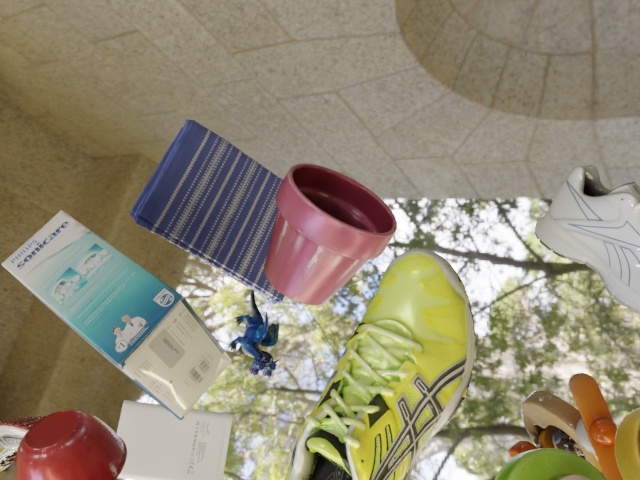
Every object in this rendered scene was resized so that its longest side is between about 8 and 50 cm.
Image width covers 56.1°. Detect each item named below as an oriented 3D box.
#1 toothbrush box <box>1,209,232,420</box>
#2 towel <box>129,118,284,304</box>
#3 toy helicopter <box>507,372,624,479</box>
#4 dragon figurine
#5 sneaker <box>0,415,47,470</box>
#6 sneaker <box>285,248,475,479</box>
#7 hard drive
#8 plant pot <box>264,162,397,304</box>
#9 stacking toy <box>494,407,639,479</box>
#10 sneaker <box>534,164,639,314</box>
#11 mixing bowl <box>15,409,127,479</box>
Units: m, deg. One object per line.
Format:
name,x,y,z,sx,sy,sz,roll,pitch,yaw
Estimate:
toothbrush box,-0.307,0.114,0.921,0.126,0.296,0.216,-50,-32,-21
towel,-0.170,-0.053,1.167,0.336,0.040,0.243,34,-117,-24
toy helicopter,0.464,0.360,0.933,0.140,0.355,0.234,-31,-46,-21
dragon figurine,-0.172,0.260,1.725,0.085,0.144,0.289,53,-140,-46
sneaker,-0.582,0.385,1.136,0.088,0.225,0.092,12,-113,-63
sneaker,0.064,0.189,0.665,0.147,0.145,0.384,32,-104,-59
hard drive,-0.414,0.571,1.680,0.040,0.308,0.202,116,162,-72
plant pot,0.000,0.000,0.998,0.201,0.201,0.180,-12,-43,-54
stacking toy,0.320,0.289,0.523,0.130,0.280,0.308,110,154,-56
sneaker,0.407,0.002,0.774,0.111,0.297,0.129,-8,-57,-30
mixing bowl,-0.424,0.346,0.991,0.181,0.182,0.098,-40,-52,-47
